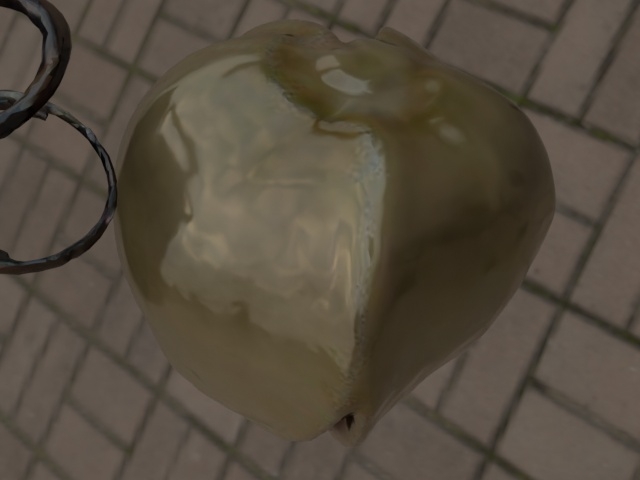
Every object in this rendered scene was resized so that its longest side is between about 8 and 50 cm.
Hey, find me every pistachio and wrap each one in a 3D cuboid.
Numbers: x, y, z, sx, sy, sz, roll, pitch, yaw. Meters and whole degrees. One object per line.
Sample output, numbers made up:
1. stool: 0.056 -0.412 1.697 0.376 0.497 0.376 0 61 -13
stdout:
1. pistachio: 0.000 0.000 0.414 0.149 0.113 0.113 102 165 -64

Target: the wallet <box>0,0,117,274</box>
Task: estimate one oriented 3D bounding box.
1. wallet: -0.175 -0.052 0.501 0.335 0.068 0.275 59 147 27
